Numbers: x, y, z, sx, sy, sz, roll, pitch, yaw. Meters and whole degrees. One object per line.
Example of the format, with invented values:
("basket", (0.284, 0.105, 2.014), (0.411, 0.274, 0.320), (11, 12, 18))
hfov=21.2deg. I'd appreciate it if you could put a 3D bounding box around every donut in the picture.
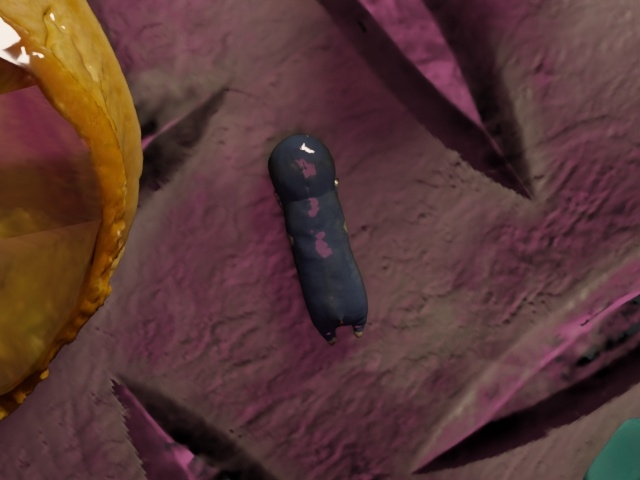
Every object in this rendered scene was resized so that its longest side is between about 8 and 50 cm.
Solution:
("donut", (-0.255, -0.037, 0.840), (0.330, 0.160, 0.330), (0, 109, -1))

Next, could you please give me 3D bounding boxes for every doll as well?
("doll", (0.000, 0.000, 0.952), (0.037, 0.027, 0.125), (-15, 109, -3))

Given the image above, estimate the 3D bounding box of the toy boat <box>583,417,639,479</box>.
("toy boat", (0.243, 0.174, 0.995), (0.175, 0.110, 0.091), (39, 97, 28))
